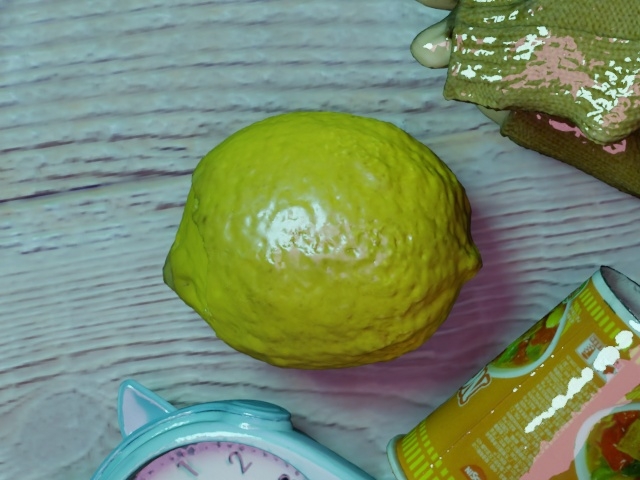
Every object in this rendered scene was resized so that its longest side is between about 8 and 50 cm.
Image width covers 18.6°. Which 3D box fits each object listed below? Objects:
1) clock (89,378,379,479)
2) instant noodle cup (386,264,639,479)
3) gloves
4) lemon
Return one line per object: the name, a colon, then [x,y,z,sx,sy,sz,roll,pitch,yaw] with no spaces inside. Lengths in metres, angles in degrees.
clock: [-0.058,0.219,1.349,0.274,0.094,0.223,41,96,4]
instant noodle cup: [0.164,0.122,1.270,0.168,0.168,0.185,41,104,2]
gloves: [0.221,-0.104,1.257,0.356,0.203,0.155,17,78,-7]
lemon: [0.002,0.000,1.284,0.193,0.180,0.180,4,95,35]
